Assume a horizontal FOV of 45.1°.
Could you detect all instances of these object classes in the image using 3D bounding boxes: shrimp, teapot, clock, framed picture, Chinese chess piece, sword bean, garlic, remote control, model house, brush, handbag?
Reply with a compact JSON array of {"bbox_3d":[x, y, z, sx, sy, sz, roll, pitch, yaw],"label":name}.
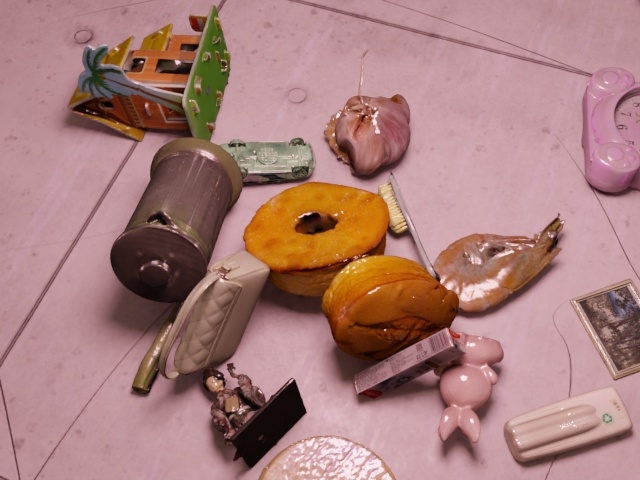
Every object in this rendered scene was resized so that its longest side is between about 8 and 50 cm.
[{"bbox_3d":[0.367,0.031,1.589,0.317,0.077,0.168,-34,62,-12],"label":"shrimp"},{"bbox_3d":[-0.286,-0.013,1.530,0.201,0.270,0.337,11,37,-1],"label":"teapot"},{"bbox_3d":[0.746,-0.233,1.696,0.322,0.113,0.295,6,61,5],"label":"clock"},{"bbox_3d":[0.602,0.172,1.533,0.142,0.011,0.183,-18,62,-7],"label":"framed picture"},{"bbox_3d":[0.011,0.475,1.334,0.270,0.112,0.270,-1,60,1],"label":"Chinese chess piece"},{"bbox_3d":[-0.302,0.183,1.551,0.038,0.043,0.269,13,61,24],"label":"sword bean"},{"bbox_3d":[0.087,-0.282,1.710,0.207,0.256,0.207,-22,20,8],"label":"garlic"},{"bbox_3d":[0.457,0.340,1.424,0.230,0.049,0.090,-15,64,-7],"label":"remote control"},{"bbox_3d":[-0.402,-0.403,1.719,0.324,0.340,0.300,4,60,9],"label":"model house"},{"bbox_3d":[0.174,-0.023,1.621,0.060,0.068,0.296,-25,52,8],"label":"brush"},{"bbox_3d":[-0.209,0.143,1.427,0.079,0.256,0.219,34,27,20],"label":"handbag"}]

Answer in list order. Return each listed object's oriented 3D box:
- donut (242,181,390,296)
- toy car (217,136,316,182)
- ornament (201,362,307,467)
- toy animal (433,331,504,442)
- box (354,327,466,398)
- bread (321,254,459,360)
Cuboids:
[{"bbox_3d":[0.000,0.000,1.562,0.303,0.110,0.302,-10,39,8],"label":"donut"},{"bbox_3d":[-0.124,-0.172,1.722,0.224,0.076,0.090,-2,59,-8],"label":"toy car"},{"bbox_3d":[-0.159,0.292,1.437,0.196,0.153,0.166,35,67,30],"label":"ornament"},{"bbox_3d":[0.267,0.280,1.443,0.124,0.124,0.212,14,72,10],"label":"toy animal"},{"bbox_3d":[0.164,0.231,1.430,0.218,0.055,0.039,-33,51,27],"label":"box"},{"bbox_3d":[0.133,0.131,1.450,0.270,0.195,0.142,7,33,-38],"label":"bread"}]
